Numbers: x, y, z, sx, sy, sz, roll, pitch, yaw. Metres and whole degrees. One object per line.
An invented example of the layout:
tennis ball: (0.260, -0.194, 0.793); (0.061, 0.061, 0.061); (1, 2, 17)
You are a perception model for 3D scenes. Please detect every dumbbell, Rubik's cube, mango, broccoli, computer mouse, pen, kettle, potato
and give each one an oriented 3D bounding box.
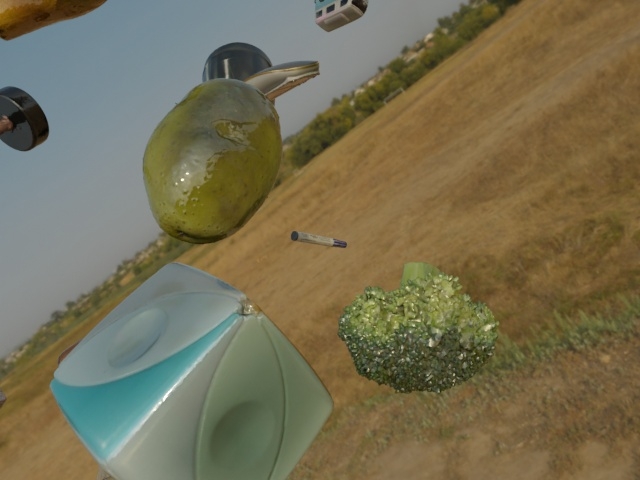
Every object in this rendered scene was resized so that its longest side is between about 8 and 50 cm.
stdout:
dumbbell: (-0.756, -0.244, 1.239); (0.152, 0.152, 0.218); (-29, 18, 39)
Rubik's cube: (-0.234, 0.285, 1.018); (0.351, 0.347, 0.352); (-46, 36, -18)
mango: (-0.575, -0.545, 1.157); (0.359, 0.144, 0.187); (-19, 48, 10)
broccoli: (0.193, 0.169, 1.023); (0.235, 0.288, 0.260); (16, 75, 52)
computer mouse: (-0.107, -0.324, 1.125); (0.126, 0.056, 0.245); (-29, 10, -39)
pen: (0.000, 0.000, 1.372); (0.025, 0.025, 0.204); (-31, -25, 32)
kettle: (-0.237, -0.382, 1.649); (0.228, 0.321, 0.324); (-10, 47, 3)
potato: (-0.138, -0.107, 0.708); (0.143, 0.169, 0.248); (121, 167, -56)

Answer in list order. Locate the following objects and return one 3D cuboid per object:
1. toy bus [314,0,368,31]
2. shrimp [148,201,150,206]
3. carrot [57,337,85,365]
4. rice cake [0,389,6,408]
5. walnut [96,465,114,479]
toy bus: (0.046, -0.511, 1.188); (0.123, 0.060, 0.075); (-6, 73, 42)
shrimp: (-0.460, -0.151, 1.577); (0.051, 0.115, 0.217); (-28, -29, -50)
carrot: (-0.466, 0.219, 1.199); (0.247, 0.059, 0.059); (-27, 9, -4)
rice cake: (-0.815, 0.394, 1.155); (0.106, 0.050, 0.298); (-49, -9, 4)
walnut: (-0.429, 0.664, 1.437); (0.381, 0.381, 0.381); (-36, 10, 7)
